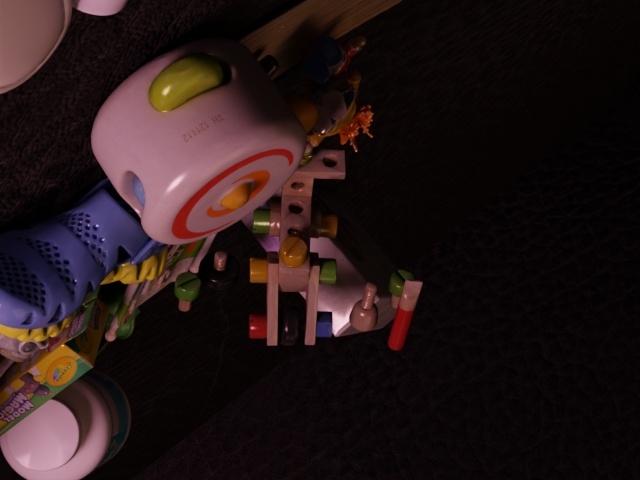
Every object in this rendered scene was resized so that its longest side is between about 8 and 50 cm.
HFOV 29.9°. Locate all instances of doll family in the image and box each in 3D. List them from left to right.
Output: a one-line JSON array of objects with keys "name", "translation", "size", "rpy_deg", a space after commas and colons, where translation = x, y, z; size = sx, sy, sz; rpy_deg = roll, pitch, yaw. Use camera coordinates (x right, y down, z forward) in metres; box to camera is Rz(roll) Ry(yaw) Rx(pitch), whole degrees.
[{"name": "doll family", "translation": [-0.029, -0.126, 1.406], "size": [0.263, 0.118, 0.163], "rpy_deg": [-37, 180, 10]}]

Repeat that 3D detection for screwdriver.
[{"name": "screwdriver", "translation": [-0.109, -0.144, 1.319], "size": [0.170, 0.024, 0.025], "rpy_deg": [-40, -163, 22]}]

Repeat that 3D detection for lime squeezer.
[{"name": "lime squeezer", "translation": [-0.298, 0.119, 1.661], "size": [0.110, 0.059, 0.310], "rpy_deg": [-49, 173, -18]}]

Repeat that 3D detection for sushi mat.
[{"name": "sushi mat", "translation": [-0.002, -0.248, 1.363], "size": [0.316, 0.019, 0.151], "rpy_deg": [-36, 167, -24]}]

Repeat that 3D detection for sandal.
[{"name": "sandal", "translation": [-0.250, -0.002, 1.261], "size": [0.138, 0.126, 0.317], "rpy_deg": [-52, 173, 32]}]

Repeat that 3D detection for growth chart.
[{"name": "growth chart", "translation": [-0.197, 0.022, 1.611], "size": [0.237, 0.021, 0.172], "rpy_deg": [-41, 163, -53]}]

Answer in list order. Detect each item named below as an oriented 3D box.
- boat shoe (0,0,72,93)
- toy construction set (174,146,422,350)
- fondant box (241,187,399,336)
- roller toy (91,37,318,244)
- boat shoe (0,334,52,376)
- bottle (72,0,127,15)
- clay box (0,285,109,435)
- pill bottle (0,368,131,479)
[{"name": "boat shoe", "translation": [-0.243, -0.164, 0.714], "size": [0.109, 0.091, 0.305], "rpy_deg": [-53, 169, 3]}, {"name": "toy construction set", "translation": [0.000, 0.000, 1.613], "size": [0.257, 0.308, 0.237], "rpy_deg": [-57, 166, -41]}, {"name": "fondant box", "translation": [0.024, 0.030, 1.937], "size": [0.096, 0.238, 0.330], "rpy_deg": [-41, 169, 9]}, {"name": "roller toy", "translation": [-0.116, -0.093, 1.204], "size": [0.191, 0.146, 0.209], "rpy_deg": [-42, 164, 26]}, {"name": "boat shoe", "translation": [-0.383, 0.139, 1.360], "size": [0.320, 0.103, 0.118], "rpy_deg": [-41, 169, -4]}, {"name": "bottle", "translation": [-0.100, -0.269, 0.774], "size": [0.118, 0.092, 0.283], "rpy_deg": [-27, 162, -48]}, {"name": "clay box", "translation": [-0.337, 0.145, 1.454], "size": [0.222, 0.053, 0.127], "rpy_deg": [-35, -156, 19]}, {"name": "pill bottle", "translation": [-0.344, 0.249, 1.609], "size": [0.146, 0.146, 0.264], "rpy_deg": [-40, 177, -2]}]
